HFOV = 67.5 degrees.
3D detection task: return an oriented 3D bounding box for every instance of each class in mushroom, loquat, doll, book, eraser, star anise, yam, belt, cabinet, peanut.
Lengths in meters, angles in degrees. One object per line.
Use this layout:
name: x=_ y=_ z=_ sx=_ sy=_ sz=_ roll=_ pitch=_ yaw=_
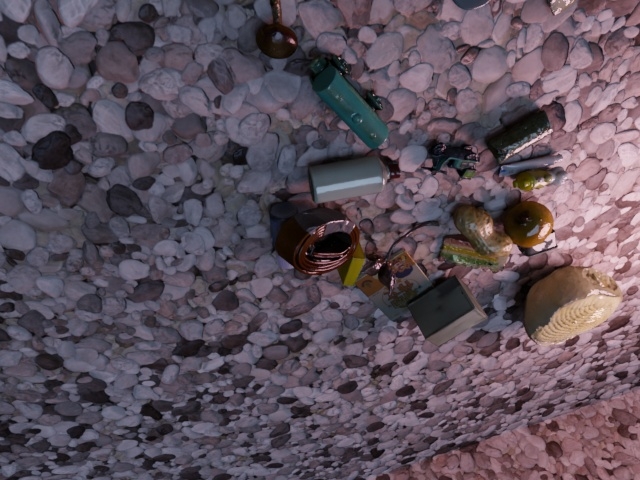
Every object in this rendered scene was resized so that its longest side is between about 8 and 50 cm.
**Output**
mushroom: x=-0.097 y=-0.444 z=1.014 sx=0.088 sy=0.073 sz=0.129 roll=8 pitch=132 yaw=18
loquat: x=0.659 y=-0.052 z=1.520 sx=0.163 sy=0.137 sz=0.163 roll=-8 pitch=148 yaw=-5
doll: x=0.662 y=-0.184 z=1.437 sx=0.162 sy=0.106 sz=0.062 roll=-12 pitch=98 yaw=-14
book: x=0.269 y=0.163 z=1.680 sx=0.208 sy=0.020 sz=0.295 roll=-33 pitch=131 yaw=13
eraser: x=0.092 y=0.067 z=1.495 sx=0.045 sy=0.097 sz=0.122 roll=3 pitch=131 yaw=-18
star anise: x=0.256 y=0.037 z=1.493 sx=0.218 sy=0.148 sz=0.227 roll=-3 pitch=136 yaw=-47
yam: x=0.556 y=-0.287 z=1.326 sx=0.179 sy=0.078 sz=0.078 roll=-29 pitch=131 yaw=12
belt: x=0.000 y=0.000 z=1.342 sx=0.261 sy=0.105 sz=0.184 roll=4 pitch=115 yaw=-49
cabinet: x=0.452 y=0.255 z=1.706 sx=0.206 sy=0.145 sz=0.150 roll=-37 pitch=143 yaw=17
peanut: x=0.507 y=-0.023 z=1.499 sx=0.229 sy=0.098 sz=0.103 roll=44 pitch=129 yaw=-14

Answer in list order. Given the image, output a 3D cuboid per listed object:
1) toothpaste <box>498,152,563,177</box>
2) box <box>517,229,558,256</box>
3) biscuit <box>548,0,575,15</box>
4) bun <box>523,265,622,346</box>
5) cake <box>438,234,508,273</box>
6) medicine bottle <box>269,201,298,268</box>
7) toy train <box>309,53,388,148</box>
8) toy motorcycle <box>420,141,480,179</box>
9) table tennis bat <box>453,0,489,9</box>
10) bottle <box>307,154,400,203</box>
toothpaste: x=0.629 y=-0.227 z=1.433 sx=0.190 sy=0.031 sz=0.048 roll=-13 pitch=142 yaw=0
box: x=0.735 y=-0.004 z=1.623 sx=0.122 sy=0.084 sz=0.069 roll=-19 pitch=125 yaw=0
biscuit: x=0.536 y=-0.631 z=1.048 sx=0.188 sy=0.040 sz=0.265 roll=-18 pitch=133 yaw=-2
bun: x=0.911 y=0.224 z=1.788 sx=0.364 sy=0.202 sz=0.364 roll=-11 pitch=138 yaw=-10
cake: x=0.513 y=0.031 z=1.619 sx=0.225 sy=0.090 sz=0.109 roll=11 pitch=131 yaw=0
medicine bottle: x=-0.099 y=-0.009 z=1.383 sx=0.083 sy=0.083 sz=0.203 roll=-8 pitch=131 yaw=-9
toy train: x=0.072 y=-0.319 z=1.114 sx=0.101 sy=0.159 sz=0.248 roll=-36 pitch=132 yaw=23
toy motorcycle: x=0.369 y=-0.224 z=1.345 sx=0.173 sy=0.058 sz=0.100 roll=4 pitch=135 yaw=-21
table tennis bat: x=0.361 y=-0.599 z=1.032 sx=0.124 sy=0.033 sz=0.201 roll=11 pitch=129 yaw=-26
bottle: x=0.093 y=-0.168 z=1.285 sx=0.245 sy=0.104 sz=0.104 roll=-11 pitch=132 yaw=-6
